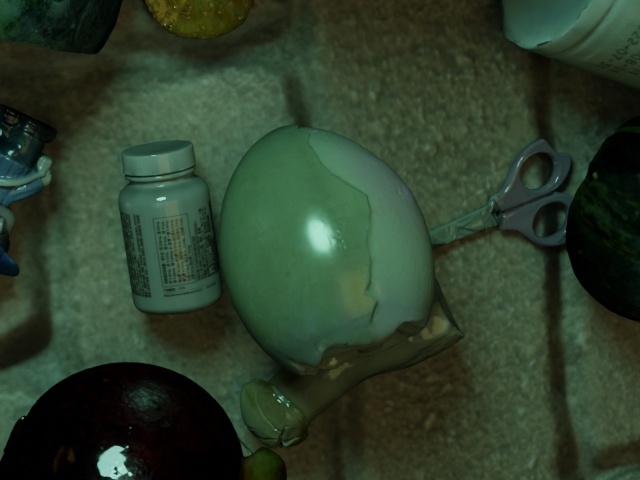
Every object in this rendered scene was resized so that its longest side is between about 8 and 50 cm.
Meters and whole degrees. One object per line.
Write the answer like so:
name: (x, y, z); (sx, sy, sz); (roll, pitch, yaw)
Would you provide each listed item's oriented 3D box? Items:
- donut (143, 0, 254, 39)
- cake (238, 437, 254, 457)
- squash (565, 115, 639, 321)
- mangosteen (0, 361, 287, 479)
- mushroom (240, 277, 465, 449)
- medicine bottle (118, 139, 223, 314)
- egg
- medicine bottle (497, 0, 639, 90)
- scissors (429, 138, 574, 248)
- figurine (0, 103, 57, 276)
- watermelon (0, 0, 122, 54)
donut: (-0.109, -0.220, 1.173); (0.108, 0.043, 0.097); (18, 94, -26)
cake: (-0.057, 0.222, 1.292); (0.065, 0.052, 0.121); (-19, 107, -12)
squash: (0.332, -0.021, 1.313); (0.218, 0.172, 0.218); (-16, 133, -17)
mangosteen: (-0.139, 0.222, 1.150); (0.265, 0.228, 0.228); (23, 93, -1)
mushroom: (0.026, 0.112, 1.280); (0.223, 0.092, 0.081); (-29, 131, -6)
medicine bottle: (-0.131, -0.012, 1.191); (0.079, 0.079, 0.140); (-12, 106, -19)
egg: (0.000, 0.000, 1.190); (0.183, 0.183, 0.217); (-17, 78, -18)
medicine bottle: (0.349, -0.221, 1.278); (0.332, 0.190, 0.190); (14, 96, -25)
scissors: (0.160, -0.021, 1.340); (0.212, 0.021, 0.110); (-21, 107, -18)
figurine: (-0.270, -0.035, 1.134); (0.086, 0.087, 0.149); (27, 90, 12)
watermelon: (-0.254, -0.254, 1.078); (0.289, 0.213, 0.320); (58, 33, -54)
